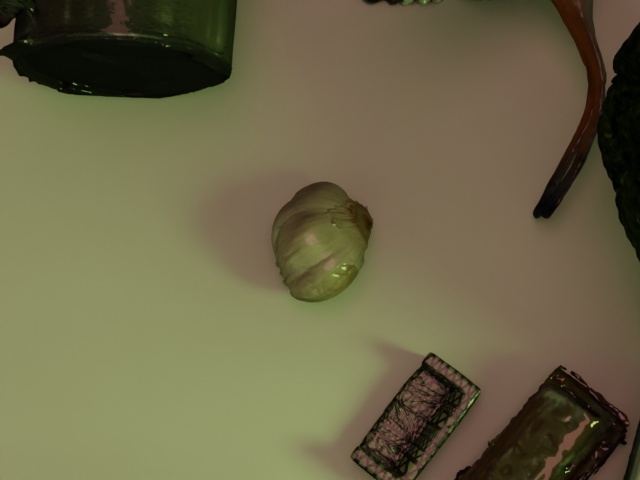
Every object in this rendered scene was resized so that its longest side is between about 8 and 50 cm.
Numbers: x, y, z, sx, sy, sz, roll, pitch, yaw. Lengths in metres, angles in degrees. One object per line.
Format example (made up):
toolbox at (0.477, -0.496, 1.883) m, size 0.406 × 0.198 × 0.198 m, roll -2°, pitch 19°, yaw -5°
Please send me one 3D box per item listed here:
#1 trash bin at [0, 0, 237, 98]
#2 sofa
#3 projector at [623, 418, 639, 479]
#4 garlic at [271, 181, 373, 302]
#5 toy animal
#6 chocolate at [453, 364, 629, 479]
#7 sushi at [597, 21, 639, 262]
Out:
trash bin at (-0.164, -0.290, 1.476) m, size 0.252 × 0.203 × 0.302 m, roll 10°, pitch 77°, yaw -28°
sofa at (0.083, 0.161, 1.439) m, size 0.060 × 0.039 × 0.118 m, roll 37°, pitch 82°, yaw 11°
projector at (0.341, 0.247, 1.372) m, size 0.192 × 0.099 × 0.257 m, roll 16°, pitch 78°, yaw 8°
garlic at (-0.005, 0.000, 1.463) m, size 0.094 × 0.074 × 0.113 m, roll -22°, pitch 50°, yaw 16°
toy animal at (0.214, -0.223, 1.454) m, size 0.302 × 0.225 × 0.284 m, roll -43°, pitch 95°, yaw -3°
chocolate at (0.135, 0.254, 1.402) m, size 0.102 × 0.065 × 0.329 m, roll 39°, pitch 85°, yaw 10°
sushi at (0.393, -0.034, 1.299) m, size 0.294 × 0.178 × 0.352 m, roll -18°, pitch 80°, yaw -6°
